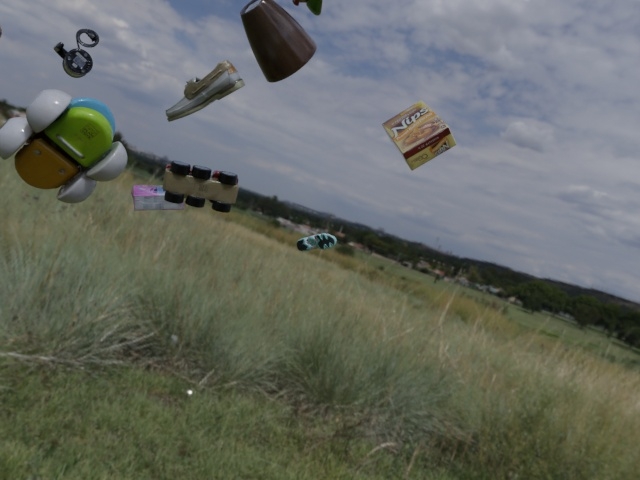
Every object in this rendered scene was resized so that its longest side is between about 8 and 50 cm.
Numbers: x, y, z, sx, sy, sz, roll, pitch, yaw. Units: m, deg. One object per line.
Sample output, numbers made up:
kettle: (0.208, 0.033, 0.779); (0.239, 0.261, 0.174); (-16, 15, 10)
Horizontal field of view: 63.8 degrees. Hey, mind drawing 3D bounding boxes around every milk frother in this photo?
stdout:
milk frother: (-0.820, -0.640, 1.763); (0.134, 0.143, 0.129); (21, -38, 57)

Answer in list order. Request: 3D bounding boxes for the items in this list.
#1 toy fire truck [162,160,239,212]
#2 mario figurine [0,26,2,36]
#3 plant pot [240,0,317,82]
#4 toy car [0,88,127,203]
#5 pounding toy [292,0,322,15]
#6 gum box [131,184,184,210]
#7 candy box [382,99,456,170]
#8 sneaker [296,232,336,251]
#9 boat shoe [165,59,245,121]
toy fire truck: (-0.383, -0.168, 1.614); (0.217, 0.159, 0.246); (10, 15, -19)
mario figurine: (-0.742, -0.342, 1.000); (0.320, 0.198, 0.170); (-13, -60, 46)
plant pot: (-0.161, -0.698, 1.741); (0.215, 0.215, 0.230); (22, -23, 50)
toy car: (-0.406, -0.163, 0.832); (0.159, 0.182, 0.136); (47, 26, -34)
pounding toy: (-0.049, -0.958, 1.908); (0.110, 0.183, 0.237); (0, -30, -6)
gum box: (-0.614, -0.162, 1.937); (0.188, 0.062, 0.107); (-2, 27, -18)
candy box: (0.359, -0.397, 1.914); (0.087, 0.183, 0.316); (55, 11, -31)
sneaker: (0.000, 0.000, 1.184); (0.098, 0.038, 0.069); (-5, 6, 25)
boat shoe: (-0.407, -0.506, 1.751); (0.103, 0.302, 0.113); (62, 13, -18)
